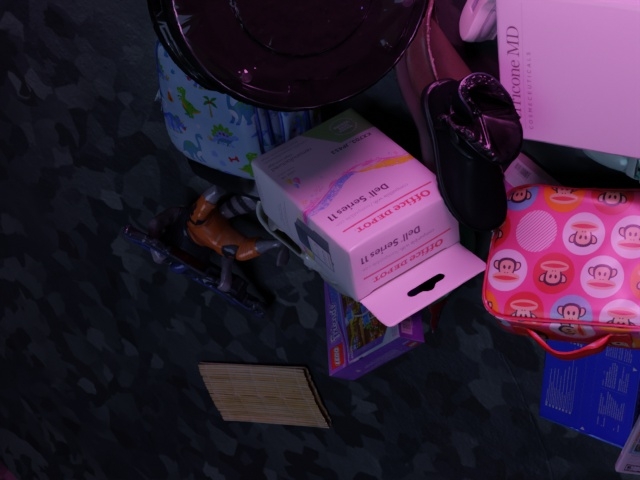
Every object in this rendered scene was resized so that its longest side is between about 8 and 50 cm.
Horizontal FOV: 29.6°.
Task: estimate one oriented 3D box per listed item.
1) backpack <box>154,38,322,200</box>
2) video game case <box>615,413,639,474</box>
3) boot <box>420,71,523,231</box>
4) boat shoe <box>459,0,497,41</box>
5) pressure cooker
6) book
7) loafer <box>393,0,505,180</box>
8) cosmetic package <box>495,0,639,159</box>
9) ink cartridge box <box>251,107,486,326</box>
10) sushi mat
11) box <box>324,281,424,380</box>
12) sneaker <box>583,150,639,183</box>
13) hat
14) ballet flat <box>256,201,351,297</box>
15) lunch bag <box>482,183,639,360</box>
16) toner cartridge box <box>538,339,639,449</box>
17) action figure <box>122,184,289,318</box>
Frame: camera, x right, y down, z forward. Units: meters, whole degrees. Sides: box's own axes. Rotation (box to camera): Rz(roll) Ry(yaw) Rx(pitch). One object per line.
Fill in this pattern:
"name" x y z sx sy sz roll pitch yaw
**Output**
"backpack" -0.136 -0.254 2.034 0.290 0.273 0.355 24 120 33
"video game case" 0.578 0.338 1.979 0.157 0.019 0.143 8 131 -3
"boot" 0.223 -0.116 1.699 0.207 0.094 0.246 -143 33 -77
"boat shoe" 0.259 -0.349 1.745 0.184 0.063 0.066 113 153 -51
"pressure cooker" -0.055 -0.400 1.706 0.376 0.420 0.369 5 114 -14
"book" 0.318 -0.060 1.942 0.096 0.035 0.144 41 136 9
"loafer" 0.204 -0.225 1.864 0.130 0.133 0.365 -8 124 19
"cosmetic package" 0.471 -0.234 1.599 0.453 0.161 0.230 13 127 32
"ink cartridge box" 0.074 -0.043 1.883 0.353 0.207 0.119 43 155 40
"sushi mat" -0.124 0.328 2.588 0.317 0.019 0.151 -3 119 41
"box" 0.084 0.068 2.068 0.057 0.293 0.201 14 149 -31
"sneaker" 0.467 -0.103 1.702 0.256 0.151 0.094 17 128 29
"hat" 0.239 0.069 2.084 0.184 0.173 0.208 33 170 -34
"ballet flat" 0.000 0.000 2.048 0.400 0.139 0.139 33 144 58
"lunch bag" 0.391 0.053 1.782 0.293 0.258 0.120 6 160 25
"toner cartridge box" 0.455 0.166 1.965 0.165 0.075 0.347 20 130 28
"action figure" -0.183 0.003 2.343 0.341 0.178 0.330 36 151 -29
